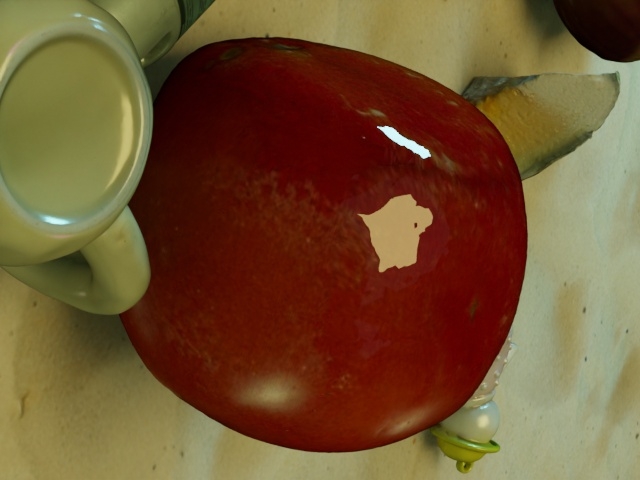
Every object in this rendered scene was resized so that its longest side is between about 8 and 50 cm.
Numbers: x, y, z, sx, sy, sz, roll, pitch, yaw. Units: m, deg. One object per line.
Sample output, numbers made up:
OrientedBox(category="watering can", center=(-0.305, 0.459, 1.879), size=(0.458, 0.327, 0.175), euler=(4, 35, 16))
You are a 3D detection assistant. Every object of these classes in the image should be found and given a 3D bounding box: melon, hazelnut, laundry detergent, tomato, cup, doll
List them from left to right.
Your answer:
OrientedBox(category="cup", center=(-0.215, -0.042, 0.976), size=(0.173, 0.202, 0.255), euler=(-33, 123, -42))
OrientedBox(category="laundry detergent", center=(-0.142, -0.164, 1.128), size=(0.225, 0.070, 0.099), euler=(-54, 159, -33))
OrientedBox(category="tomato", center=(0.000, 0.000, 1.181), size=(0.325, 0.290, 0.293), euler=(5, 102, -53))
OrientedBox(category="doll", center=(0.151, 0.139, 1.562), size=(0.129, 0.081, 0.207), euler=(-13, 111, -41))
OrientedBox(category="melon", center=(0.204, -0.136, 1.547), size=(0.093, 0.202, 0.139), euler=(51, 23, -22))
OrientedBox(category="hazelnut", center=(0.337, -0.300, 1.602), size=(0.229, 0.229, 0.229), euler=(-16, 111, -48))
